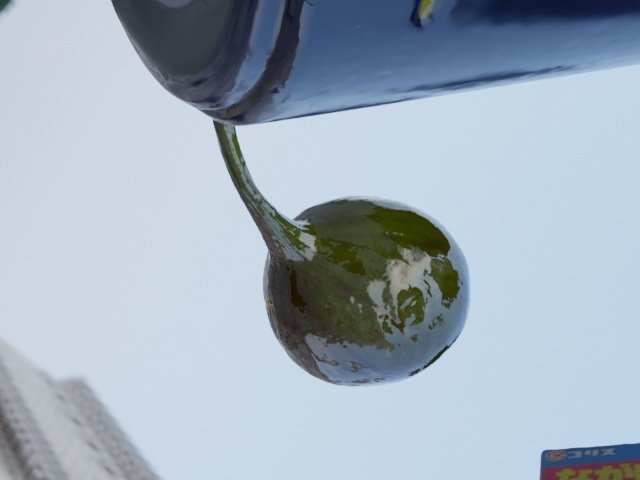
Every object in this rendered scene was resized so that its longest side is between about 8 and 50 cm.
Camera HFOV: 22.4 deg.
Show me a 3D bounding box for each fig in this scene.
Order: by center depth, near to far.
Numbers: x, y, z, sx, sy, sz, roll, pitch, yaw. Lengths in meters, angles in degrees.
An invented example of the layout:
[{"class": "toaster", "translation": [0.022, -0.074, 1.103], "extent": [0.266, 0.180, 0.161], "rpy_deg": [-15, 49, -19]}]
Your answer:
[{"class": "fig", "translation": [0.000, 0.000, 0.950], "extent": [0.124, 0.236, 0.124], "rpy_deg": [-19, -131, 23]}]

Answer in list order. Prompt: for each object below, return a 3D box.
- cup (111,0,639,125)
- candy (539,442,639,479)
[{"class": "cup", "translation": [0.054, -0.171, 0.517], "extent": [0.256, 0.255, 0.178], "rpy_deg": [-10, 164, -24]}, {"class": "candy", "translation": [0.295, 0.311, 1.579], "extent": [0.157, 0.100, 0.306], "rpy_deg": [-7, -158, 12]}]
